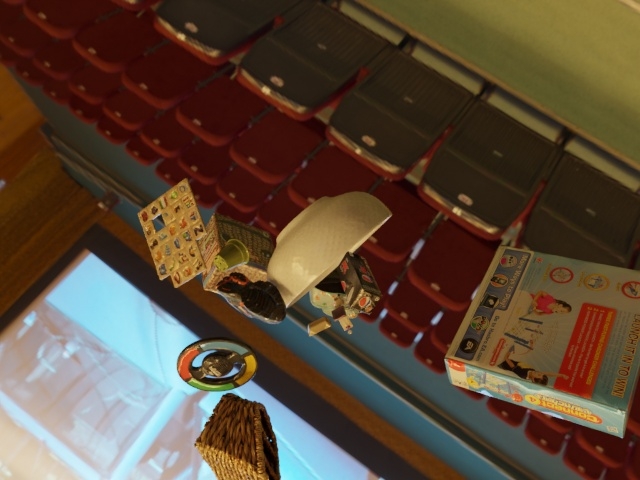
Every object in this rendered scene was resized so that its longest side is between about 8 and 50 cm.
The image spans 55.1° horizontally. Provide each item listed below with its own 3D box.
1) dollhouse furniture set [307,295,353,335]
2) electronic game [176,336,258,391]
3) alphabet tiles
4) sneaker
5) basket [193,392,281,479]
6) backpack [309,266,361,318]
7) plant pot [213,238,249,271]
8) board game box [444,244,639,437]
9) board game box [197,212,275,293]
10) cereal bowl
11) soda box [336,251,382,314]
[{"bbox_3d":[0.026,0.221,1.618,0.081,0.114,0.091,60,-174,-30],"label":"dollhouse furniture set"},{"bbox_3d":[-0.291,0.353,1.739,0.229,0.229,0.048,55,-164,-38],"label":"electronic game"},{"bbox_3d":[-0.370,-0.010,1.573,0.198,0.009,0.237,-30,75,28],"label":"alphabet tiles"},{"bbox_3d":[-0.143,0.137,1.378,0.221,0.083,0.087,24,151,49],"label":"sneaker"},{"bbox_3d":[-0.184,0.585,1.748,0.223,0.213,0.299,15,143,22],"label":"basket"},{"bbox_3d":[0.055,0.161,2.006,0.189,0.165,0.144,12,127,-3],"label":"backpack"},{"bbox_3d":[-0.256,0.049,1.719,0.083,0.079,0.083,19,126,28],"label":"plant pot"},{"bbox_3d":[0.430,0.165,1.130,0.302,0.308,0.086,13,140,32],"label":"board game box"},{"bbox_3d":[-0.286,0.065,2.148,0.232,0.141,0.291,20,-155,-27],"label":"board game box"},{"bbox_3d":[0.000,0.000,1.446,0.141,0.339,0.339,49,160,6],"label":"cereal bowl"},{"bbox_3d":[0.086,0.094,1.404,0.053,0.060,0.169,22,-158,-20],"label":"soda box"}]
